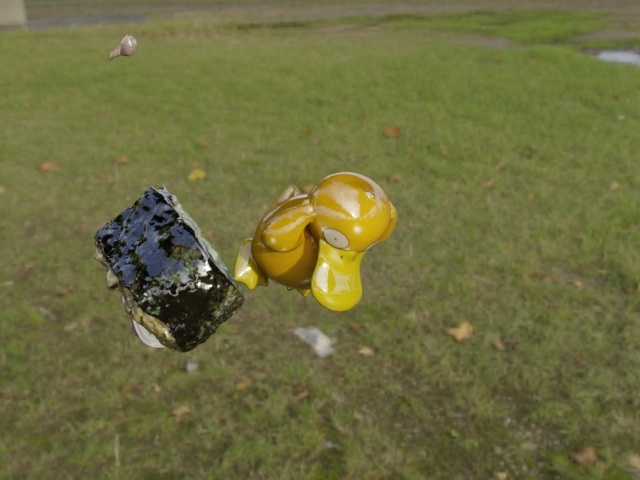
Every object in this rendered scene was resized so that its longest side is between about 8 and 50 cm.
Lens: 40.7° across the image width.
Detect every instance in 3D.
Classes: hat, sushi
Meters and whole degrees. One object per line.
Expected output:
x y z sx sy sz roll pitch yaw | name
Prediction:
-0.479 -0.463 2.105 0.087 0.042 0.058 -42 12 27 | hat
-0.257 0.045 1.442 0.170 0.211 0.350 -37 35 -4 | sushi

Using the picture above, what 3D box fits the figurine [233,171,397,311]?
-0.005 -0.005 1.281 0.215 0.215 0.228 -15 15 -35 | figurine

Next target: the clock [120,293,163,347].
-0.363 0.163 1.844 0.110 0.153 0.050 -11 35 -2 | clock
